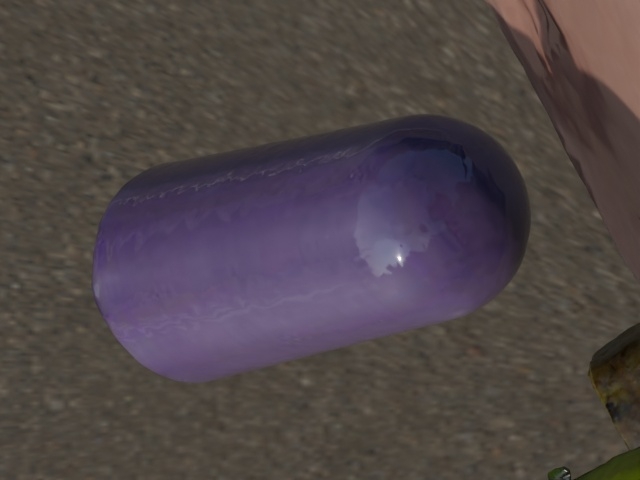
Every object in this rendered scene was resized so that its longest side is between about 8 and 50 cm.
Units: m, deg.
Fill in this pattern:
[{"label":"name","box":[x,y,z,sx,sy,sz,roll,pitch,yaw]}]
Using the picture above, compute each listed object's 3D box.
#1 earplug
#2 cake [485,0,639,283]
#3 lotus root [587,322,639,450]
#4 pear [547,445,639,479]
[{"label":"earplug","box":[0.000,0.000,1.738,0.456,0.215,0.215,-13,81,52]},{"label":"cake","box":[0.188,-0.141,0.572,0.306,0.293,0.314,-27,60,-6]},{"label":"lotus root","box":[0.334,0.149,1.575,0.235,0.138,0.119,31,124,-26]},{"label":"pear","box":[0.253,0.272,1.070,0.342,0.238,0.318,-25,56,28]}]
